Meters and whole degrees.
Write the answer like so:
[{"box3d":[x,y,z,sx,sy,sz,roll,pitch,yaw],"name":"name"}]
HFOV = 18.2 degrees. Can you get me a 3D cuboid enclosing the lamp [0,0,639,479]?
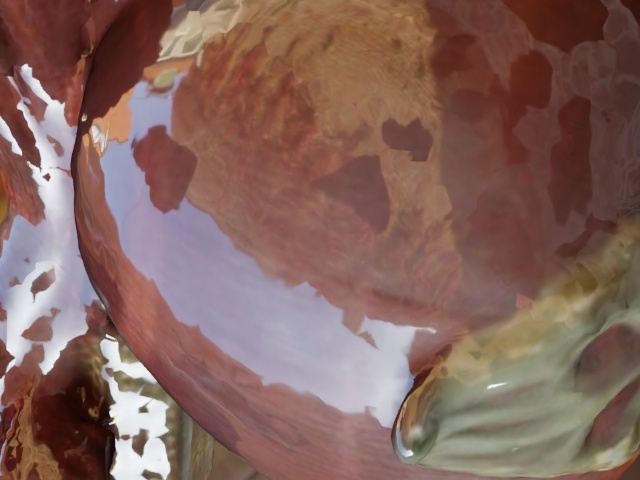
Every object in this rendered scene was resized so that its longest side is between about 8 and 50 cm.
[{"box3d":[0.009,-0.002,0.465,0.223,0.151,0.215,21,117,37],"name":"lamp"}]
